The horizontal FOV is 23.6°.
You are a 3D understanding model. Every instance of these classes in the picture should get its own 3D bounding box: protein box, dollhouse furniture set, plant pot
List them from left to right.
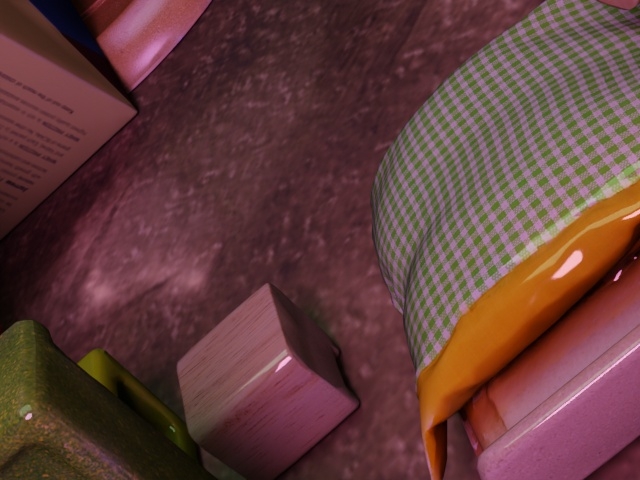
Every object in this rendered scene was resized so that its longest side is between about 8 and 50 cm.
[{"bbox_3d":[-0.255,-0.082,0.845,0.201,0.200,0.136,-41,59,13],"label":"protein box"},{"bbox_3d":[-0.137,-0.158,0.990,0.236,0.032,0.236,-33,32,24],"label":"plant pot"},{"bbox_3d":[0.000,0.000,0.482,0.301,0.151,0.197,-41,29,12],"label":"dollhouse furniture set"}]

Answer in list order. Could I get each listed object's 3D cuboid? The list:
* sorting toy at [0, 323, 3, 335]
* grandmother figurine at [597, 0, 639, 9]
[{"bbox_3d":[-0.212,0.032,0.647,0.089,0.257,0.255,-30,29,-2],"label":"sorting toy"},{"bbox_3d":[0.210,-0.204,0.474,0.342,0.104,0.208,-40,36,-6],"label":"grandmother figurine"}]
